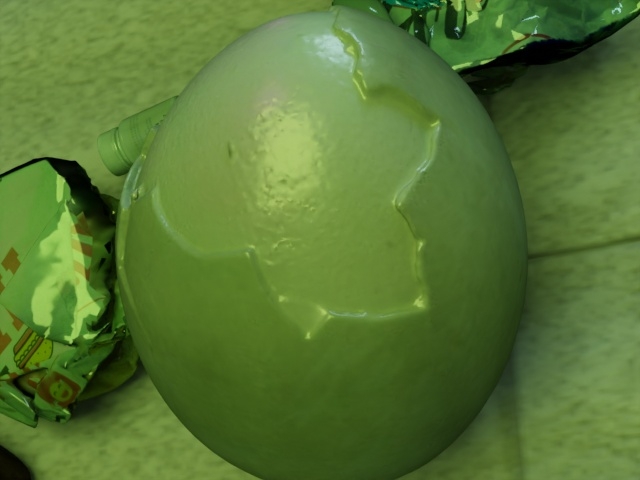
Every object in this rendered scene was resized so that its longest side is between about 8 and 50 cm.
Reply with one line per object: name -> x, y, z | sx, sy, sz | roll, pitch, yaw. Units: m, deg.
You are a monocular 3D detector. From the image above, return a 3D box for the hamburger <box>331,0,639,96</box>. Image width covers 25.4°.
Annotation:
hamburger -> 0.110, -0.209, 1.097 | 0.260, 0.150, 0.276 | -6, 58, 5

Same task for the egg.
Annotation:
egg -> 0.000, 0.000, 0.960 | 0.278, 0.336, 0.278 | -4, 35, 3

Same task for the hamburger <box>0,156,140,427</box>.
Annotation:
hamburger -> -0.211, 0.043, 1.172 | 0.235, 0.125, 0.214 | -16, 77, 23

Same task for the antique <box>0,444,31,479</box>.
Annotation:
antique -> -0.356, 0.172, 1.193 | 0.121, 0.143, 0.257 | -48, 66, 4

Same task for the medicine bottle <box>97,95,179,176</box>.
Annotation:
medicine bottle -> -0.146, -0.089, 1.216 | 0.083, 0.047, 0.047 | -23, 69, 18
